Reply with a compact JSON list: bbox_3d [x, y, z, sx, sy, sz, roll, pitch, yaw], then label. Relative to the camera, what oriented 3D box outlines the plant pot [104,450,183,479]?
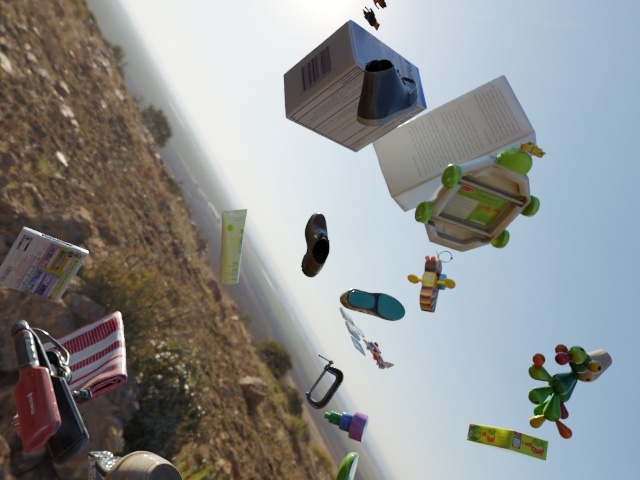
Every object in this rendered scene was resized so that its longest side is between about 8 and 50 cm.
[{"bbox_3d":[-0.434,0.657,1.312,0.237,0.110,0.237,48,21,-25],"label":"plant pot"}]

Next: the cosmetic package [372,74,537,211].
[{"bbox_3d":[0.419,-0.297,1.609,0.161,0.453,0.230,34,37,-60],"label":"cosmetic package"}]

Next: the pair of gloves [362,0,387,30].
[{"bbox_3d":[0.132,-0.566,1.233,0.074,0.010,0.083,57,-30,25],"label":"pair of gloves"}]

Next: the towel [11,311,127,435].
[{"bbox_3d":[-0.577,0.287,1.186,0.329,0.237,0.037,39,-29,61],"label":"towel"}]

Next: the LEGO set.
[{"bbox_3d":[0.165,0.345,1.766,0.244,0.060,0.182,48,13,-41],"label":"LEGO set"}]

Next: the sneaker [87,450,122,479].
[{"bbox_3d":[-0.607,0.653,1.424,0.211,0.080,0.081,-16,-113,56],"label":"sneaker"}]

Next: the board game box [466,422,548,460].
[{"bbox_3d":[0.429,0.466,1.175,0.092,0.043,0.181,20,-19,-8],"label":"board game box"}]

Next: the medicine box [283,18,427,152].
[{"bbox_3d":[0.091,-0.399,1.365,0.289,0.263,0.149,16,59,-41],"label":"medicine box"}]

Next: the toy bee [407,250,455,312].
[{"bbox_3d":[0.457,0.140,2.112,0.162,0.195,0.298,52,30,-47],"label":"toy bee"}]

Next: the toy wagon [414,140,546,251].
[{"bbox_3d":[0.407,-0.109,1.242,0.344,0.267,0.068,-58,-154,35],"label":"toy wagon"}]

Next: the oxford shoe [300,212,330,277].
[{"bbox_3d":[0.000,0.000,1.580,0.096,0.083,0.227,-43,-144,49],"label":"oxford shoe"}]

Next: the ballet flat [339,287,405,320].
[{"bbox_3d":[0.138,0.173,1.379,0.206,0.073,0.067,22,-18,-28],"label":"ballet flat"}]

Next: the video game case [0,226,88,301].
[{"bbox_3d":[-0.858,0.079,1.552,0.193,0.212,0.023,28,19,-33],"label":"video game case"}]

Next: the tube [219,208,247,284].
[{"bbox_3d":[-0.279,0.018,1.586,0.070,0.062,0.240,-69,168,-74],"label":"tube"}]

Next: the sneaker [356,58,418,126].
[{"bbox_3d":[0.155,-0.332,1.065,0.083,0.222,0.118,22,-48,22],"label":"sneaker"}]

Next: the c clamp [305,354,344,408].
[{"bbox_3d":[0.007,0.443,1.572,0.137,0.160,0.022,9,-35,44],"label":"c clamp"}]

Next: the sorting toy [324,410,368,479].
[{"bbox_3d":[0.010,0.581,1.215,0.126,0.365,0.127,14,-4,17],"label":"sorting toy"}]

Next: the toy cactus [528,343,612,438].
[{"bbox_3d":[0.451,0.248,0.896,0.112,0.181,0.219,45,-31,49],"label":"toy cactus"}]

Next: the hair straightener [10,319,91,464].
[{"bbox_3d":[-0.307,0.164,0.568,0.230,0.047,0.089,31,-21,44],"label":"hair straightener"}]
